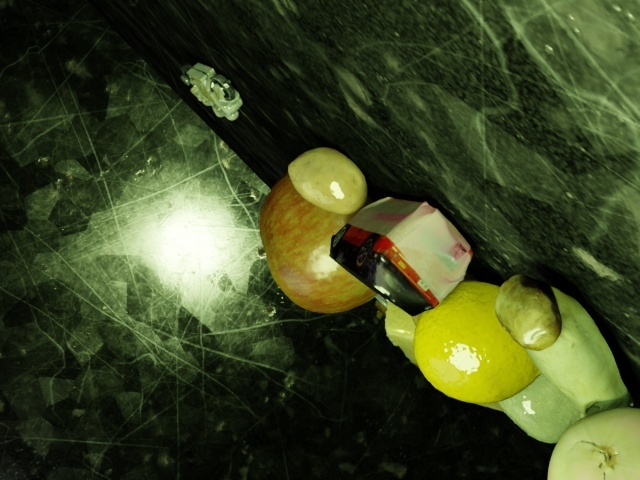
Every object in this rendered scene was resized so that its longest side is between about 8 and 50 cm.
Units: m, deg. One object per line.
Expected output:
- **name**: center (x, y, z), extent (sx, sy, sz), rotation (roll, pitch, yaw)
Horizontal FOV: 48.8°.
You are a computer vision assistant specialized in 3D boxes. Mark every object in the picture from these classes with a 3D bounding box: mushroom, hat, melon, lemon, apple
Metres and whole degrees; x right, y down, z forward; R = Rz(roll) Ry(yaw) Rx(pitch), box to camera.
- **mushroom**: center (0.318, 0.154, 0.867), extent (0.333, 0.087, 0.107), rotation (45, -164, -35)
- **hat**: center (0.353, 0.242, 1.125), extent (0.257, 0.130, 0.257), rotation (45, 177, 3)
- **melon**: center (0.406, 0.337, 0.873), extent (0.317, 0.223, 0.223), rotation (49, 175, -35)
- **lemon**: center (0.232, 0.149, 1.026), extent (0.203, 0.178, 0.178), rotation (20, 164, 29)
- **apple**: center (0.000, 0.000, 1.414), extent (0.277, 0.250, 0.309), rotation (47, 178, -37)

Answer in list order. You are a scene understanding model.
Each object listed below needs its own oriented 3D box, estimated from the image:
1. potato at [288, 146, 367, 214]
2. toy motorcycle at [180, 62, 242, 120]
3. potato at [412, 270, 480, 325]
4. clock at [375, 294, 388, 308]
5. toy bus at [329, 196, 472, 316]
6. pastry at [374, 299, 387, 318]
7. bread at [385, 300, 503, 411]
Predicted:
- **potato**: center (0.017, -0.104, 1.239), extent (0.147, 0.112, 0.112), rotation (37, 175, 12)
- **toy motorcycle**: center (-0.249, -0.349, 1.670), extent (0.229, 0.074, 0.151), rotation (27, 159, 48)
- **potato**: center (0.223, 0.115, 1.195), extent (0.176, 0.137, 0.137), rotation (45, 177, -36)
- **clock**: center (0.154, 0.087, 1.821), extent (0.338, 0.102, 0.338), rotation (45, 177, 3)
- **toy bus**: center (0.115, 0.016, 1.095), extent (0.127, 0.147, 0.303), rotation (44, 178, -12)
- **pastry**: center (0.271, 0.242, 2.101), extent (0.236, 0.121, 0.257), rotation (44, 177, 13)
- **bread**: center (0.368, 0.218, 1.534), extent (0.405, 0.242, 0.345), rotation (4, 151, 27)
